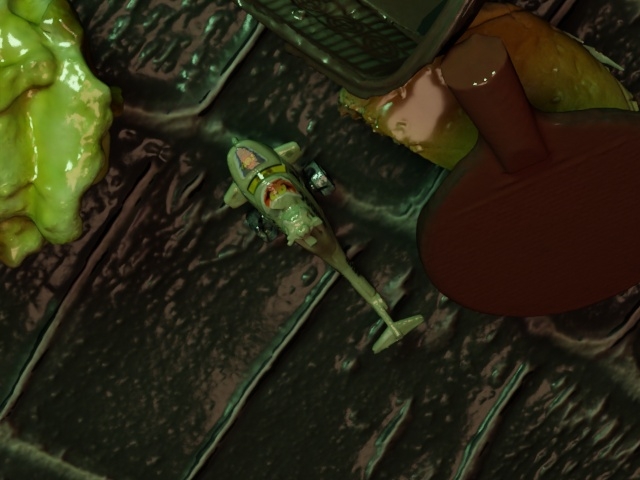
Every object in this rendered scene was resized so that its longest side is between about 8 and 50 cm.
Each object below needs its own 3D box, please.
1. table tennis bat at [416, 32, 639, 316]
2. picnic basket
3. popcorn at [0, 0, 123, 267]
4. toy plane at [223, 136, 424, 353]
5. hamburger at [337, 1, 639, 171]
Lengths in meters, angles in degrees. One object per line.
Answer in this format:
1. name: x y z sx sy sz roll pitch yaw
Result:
1. table tennis bat: 0.199 -0.044 1.352 0.268 0.051 0.415 -24 144 13
2. picnic basket: 0.031 -0.264 1.274 0.222 0.297 0.129 -57 158 21
3. popcorn: -0.289 -0.099 1.278 0.237 0.293 0.293 -31 119 -20
4. toy plane: 0.000 0.000 1.482 0.092 0.108 0.286 -38 130 3
5. hamburger: 0.162 -0.132 1.433 0.282 0.155 0.245 -22 113 -4
